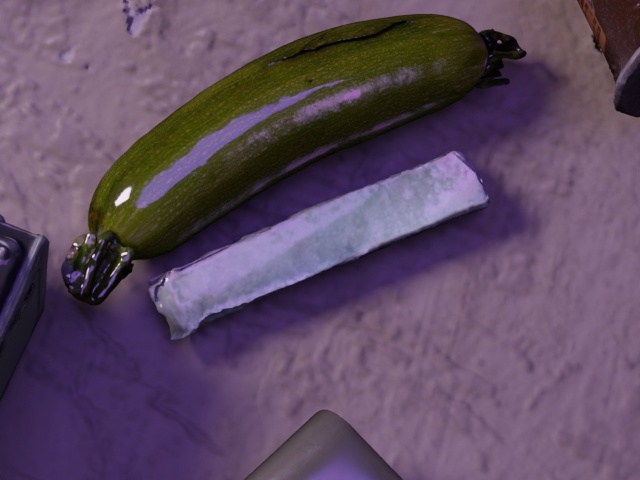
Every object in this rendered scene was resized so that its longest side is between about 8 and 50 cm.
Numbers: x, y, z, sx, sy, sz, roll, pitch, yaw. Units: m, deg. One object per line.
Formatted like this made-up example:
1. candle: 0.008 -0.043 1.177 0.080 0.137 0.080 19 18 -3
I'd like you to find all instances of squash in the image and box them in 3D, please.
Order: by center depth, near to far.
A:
1. squash: -0.020 -0.069 0.901 0.319 0.071 0.080 -29 66 -17

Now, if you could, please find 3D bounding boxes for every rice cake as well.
1. rice cake: 0.000 0.000 0.904 0.211 0.034 0.043 -23 87 -14

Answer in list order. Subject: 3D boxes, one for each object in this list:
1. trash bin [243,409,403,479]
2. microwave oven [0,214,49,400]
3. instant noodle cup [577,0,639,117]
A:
1. trash bin: -0.035 0.227 0.793 0.240 0.122 0.164 -41 84 -19
2. microwave oven: -0.264 0.035 0.802 0.208 0.122 0.162 21 66 -2
3. instant noodle cup: 0.220 -0.213 0.913 0.217 0.217 0.207 -24 73 -14
